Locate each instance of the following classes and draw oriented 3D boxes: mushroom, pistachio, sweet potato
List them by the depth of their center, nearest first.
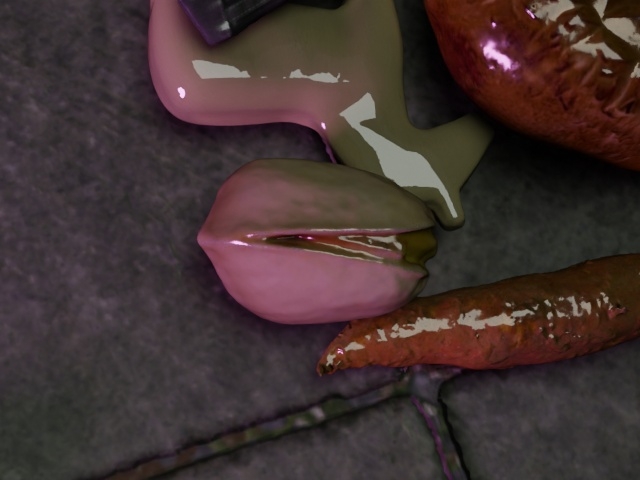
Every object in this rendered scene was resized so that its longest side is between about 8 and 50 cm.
[{"bbox_3d":[0.000,0.000,1.164,0.149,0.113,0.113,-1,67,19],"label":"pistachio"},{"bbox_3d":[0.147,0.050,1.204,0.314,0.072,0.066,-9,86,-19],"label":"sweet potato"},{"bbox_3d":[0.192,-0.159,1.248,0.253,0.153,0.253,12,62,-25],"label":"mushroom"}]

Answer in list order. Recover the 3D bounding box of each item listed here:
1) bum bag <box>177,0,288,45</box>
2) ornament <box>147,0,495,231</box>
[{"bbox_3d":[-0.022,-0.201,1.214,0.198,0.049,0.087,-33,99,-28],"label":"bum bag"},{"bbox_3d":[0.000,-0.119,1.238,0.230,0.061,0.244,0,67,-15],"label":"ornament"}]
